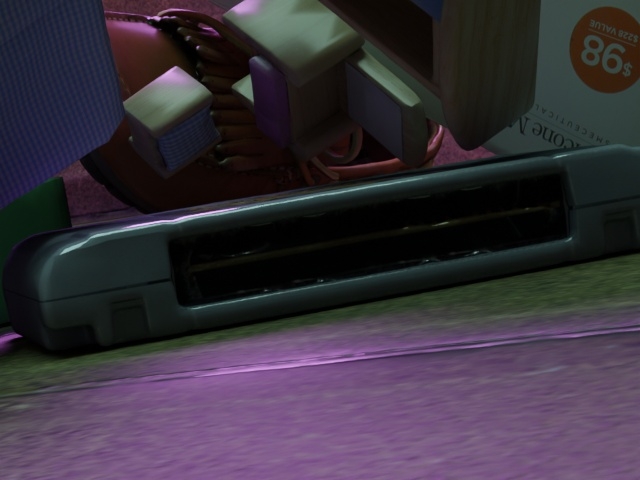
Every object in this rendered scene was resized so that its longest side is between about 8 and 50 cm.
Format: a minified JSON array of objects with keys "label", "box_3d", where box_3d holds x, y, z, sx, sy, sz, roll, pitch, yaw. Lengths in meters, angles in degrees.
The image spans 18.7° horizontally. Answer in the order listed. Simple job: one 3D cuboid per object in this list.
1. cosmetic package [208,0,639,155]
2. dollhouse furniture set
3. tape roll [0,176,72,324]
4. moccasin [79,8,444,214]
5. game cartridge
[{"label":"cosmetic package","box_3d":[0.090,-0.219,1.100,0.377,0.284,0.097,30,27,29]},{"label":"dollhouse furniture set","box_3d":[-0.074,-0.054,0.936,0.303,0.198,0.286,-35,-32,-21]},{"label":"tape roll","box_3d":[-0.302,0.024,1.131,0.321,0.077,0.321,-9,2,0]},{"label":"moccasin","box_3d":[-0.036,-0.081,1.256,0.147,0.139,0.380,-32,-26,24]},{"label":"game cartridge","box_3d":[0.000,0.000,0.929,0.294,0.060,0.196,-10,-1,-15]}]
